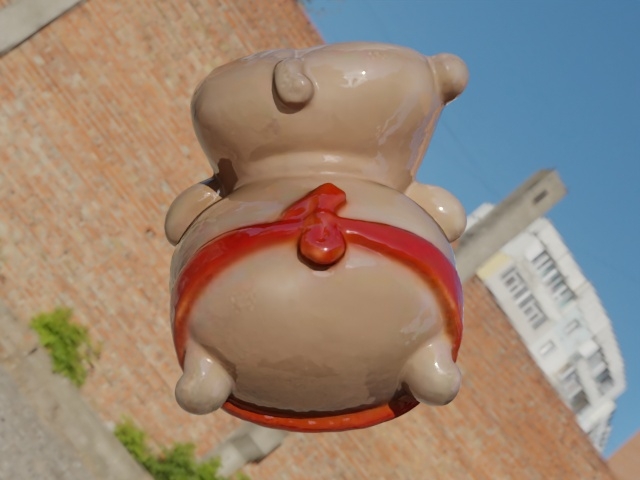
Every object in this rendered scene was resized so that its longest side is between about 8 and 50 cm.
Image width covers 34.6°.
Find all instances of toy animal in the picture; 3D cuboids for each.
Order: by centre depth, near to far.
[{"bbox_3d":[0.000,0.000,0.537,0.171,0.171,0.197,89,3,-75],"label":"toy animal"}]
